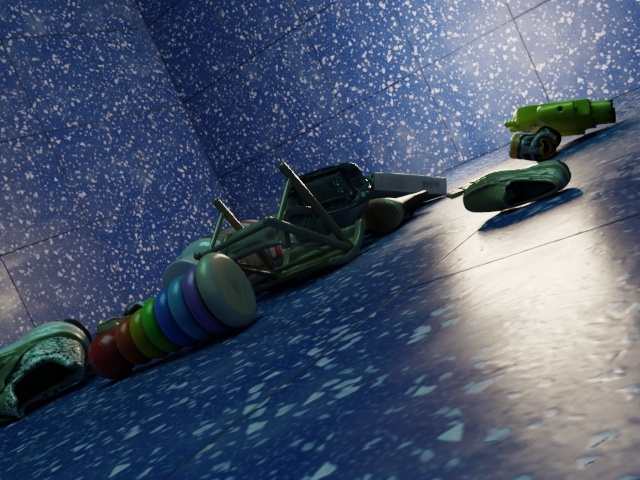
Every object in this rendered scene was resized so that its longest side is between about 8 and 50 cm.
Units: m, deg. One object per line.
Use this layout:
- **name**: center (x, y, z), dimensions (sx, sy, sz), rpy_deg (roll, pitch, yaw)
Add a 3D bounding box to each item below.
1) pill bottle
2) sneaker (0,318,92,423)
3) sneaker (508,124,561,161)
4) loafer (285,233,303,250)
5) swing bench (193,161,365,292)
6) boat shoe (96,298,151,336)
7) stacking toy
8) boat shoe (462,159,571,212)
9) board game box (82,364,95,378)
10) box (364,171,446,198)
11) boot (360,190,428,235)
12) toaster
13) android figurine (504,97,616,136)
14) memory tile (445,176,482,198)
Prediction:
- **pill bottle**: center (-0.229, 0.067, 1.708), dimensions (0.176, 0.176, 0.318), rpy_deg (-23, 4, 28)
- **sneaker**: center (-0.650, 0.308, 1.444), dimensions (0.410, 0.158, 0.182), rpy_deg (-32, 24, -13)
- **sneaker**: center (0.548, -0.232, 1.772), dimensions (0.083, 0.084, 0.215), rpy_deg (15, 26, 39)
- **loafer**: center (0.000, 0.000, 1.877), dimensions (0.111, 0.112, 0.319), rpy_deg (14, 17, 11)
- **swing bench**: center (-0.084, -0.001, 1.543), dimensions (0.253, 0.254, 0.165), rpy_deg (-23, 42, 42)
- **boat shoe**: center (-0.405, 0.189, 1.686), dimensions (0.113, 0.103, 0.302), rpy_deg (-23, 4, 23)
- **stacking toy**: center (-0.279, 0.156, 1.273), dimensions (0.330, 0.141, 0.141), rpy_deg (-31, 1, 19)
- **boat shoe**: center (0.304, -0.079, 1.161), dimensions (0.190, 0.068, 0.072), rpy_deg (-21, 16, 43)
- **board game box**: center (-0.555, 0.297, 1.680), dimensions (0.201, 0.035, 0.136), rpy_deg (-23, 3, 28)
- **box**: center (0.204, -0.147, 2.173), dimensions (0.232, 0.058, 0.322), rpy_deg (3, -7, -19)
- **boot**: center (0.195, -0.088, 1.810), dimensions (0.207, 0.090, 0.248), rpy_deg (-29, 1, -27)
- **toaster**: center (0.005, -0.081, 1.694), dimensions (0.227, 0.129, 0.146), rpy_deg (-20, -27, -21)
- **android figurine**: center (0.625, -0.318, 1.882), dimensions (0.272, 0.056, 0.248), rpy_deg (-4, -6, 25)
- **memory tile**: center (0.392, -0.142, 1.923), dimensions (0.113, 0.012, 0.148), rpy_deg (-24, 3, 6)
